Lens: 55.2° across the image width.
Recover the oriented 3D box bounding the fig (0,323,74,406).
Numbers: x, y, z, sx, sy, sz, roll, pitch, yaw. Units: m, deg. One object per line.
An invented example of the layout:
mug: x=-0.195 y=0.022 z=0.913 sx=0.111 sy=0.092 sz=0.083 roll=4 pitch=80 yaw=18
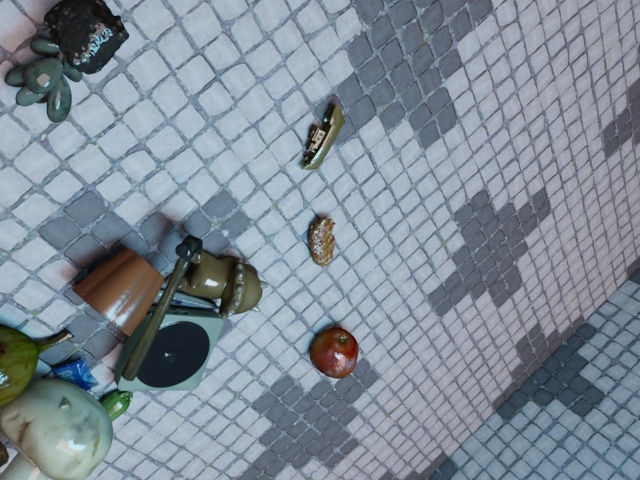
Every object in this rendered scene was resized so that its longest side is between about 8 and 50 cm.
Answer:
fig: x=-0.746 y=0.290 z=1.500 sx=0.321 sy=0.217 sz=0.217 roll=-12 pitch=125 yaw=-54

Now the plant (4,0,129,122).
plant: x=-0.528 y=-0.381 z=1.265 sx=0.274 sy=0.149 sz=0.146 roll=-43 pitch=92 yaw=16

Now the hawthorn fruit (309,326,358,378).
hawthorn fruit: x=0.053 y=0.388 z=2.128 sx=0.173 sy=0.173 sz=0.172 roll=-18 pitch=125 yaw=-26

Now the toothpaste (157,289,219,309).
toothpaste: x=-0.376 y=0.173 z=1.767 sx=0.216 sy=0.062 sz=0.037 roll=19 pitch=86 yaw=-38

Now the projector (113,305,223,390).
projector: x=-0.442 y=0.314 z=1.786 sx=0.257 sy=0.079 sz=0.259 roll=11 pitch=110 yaw=-39

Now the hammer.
hammer: x=-0.422 y=0.181 z=1.610 sx=0.044 sy=0.168 sz=0.439 roll=28 pitch=102 yaw=-2

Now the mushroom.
mushroom: x=-0.706 y=0.524 z=1.550 sx=0.336 sy=0.314 sz=0.314 roll=-53 pitch=136 yaw=-21

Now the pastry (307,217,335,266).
pastry: x=-0.002 y=0.001 z=1.924 sx=0.087 sy=0.063 sz=0.169 roll=-20 pitch=122 yaw=-36

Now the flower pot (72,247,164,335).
flower pot: x=-0.501 y=0.124 z=1.569 sx=0.173 sy=0.191 sz=0.190 roll=-48 pitch=134 yaw=-17

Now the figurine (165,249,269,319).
figurine: x=-0.271 y=0.129 z=1.731 sx=0.247 sy=0.173 sz=0.177 roll=31 pitch=97 yaw=-43

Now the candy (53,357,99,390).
candy: x=-0.671 y=0.380 z=1.692 sx=0.088 sy=0.038 sz=0.136 roll=-20 pitch=134 yaw=-16

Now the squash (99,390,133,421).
squash: x=-0.640 y=0.508 z=1.770 sx=0.219 sy=0.068 sz=0.077 roll=-35 pitch=126 yaw=-14

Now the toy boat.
toy boat: x=-0.002 y=-0.291 z=1.745 sx=0.072 sy=0.064 sz=0.206 roll=24 pitch=102 yaw=-27

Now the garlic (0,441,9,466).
garlic: x=-0.918 y=0.574 z=1.590 sx=0.207 sy=0.128 sz=0.115 roll=-32 pitch=175 yaw=-10
